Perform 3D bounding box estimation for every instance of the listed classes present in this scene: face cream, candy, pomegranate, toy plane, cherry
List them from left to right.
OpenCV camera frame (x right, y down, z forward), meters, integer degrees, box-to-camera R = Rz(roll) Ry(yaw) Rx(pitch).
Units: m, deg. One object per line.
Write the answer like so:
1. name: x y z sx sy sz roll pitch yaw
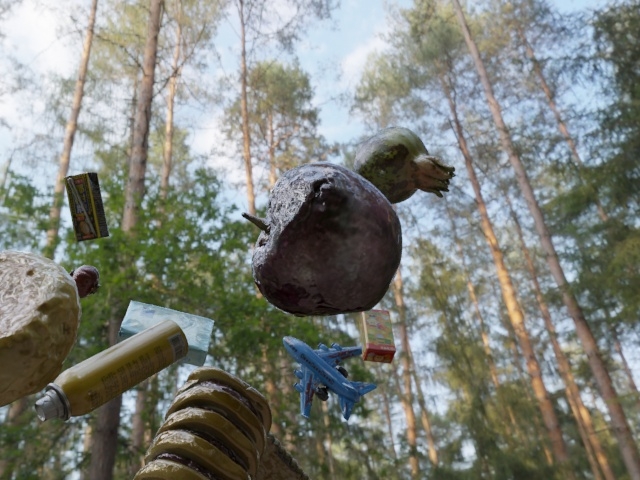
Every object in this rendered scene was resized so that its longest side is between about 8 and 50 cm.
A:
1. face cream: -0.456 0.290 1.394 0.349 0.105 0.105 -28 -18 -45
2. toy plane: 0.006 0.344 1.669 0.254 0.271 0.105 -43 -30 -26
3. cherry: 0.010 0.001 0.777 0.195 0.195 0.195 -7 -36 -5
4. candy: 0.116 0.196 1.317 0.062 0.122 0.038 8 -53 -9
5. pomegranate: 0.217 -0.204 1.680 0.276 0.222 0.204 -8 -60 53

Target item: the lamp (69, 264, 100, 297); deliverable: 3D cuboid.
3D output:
1. lamp: -0.676 0.118 1.811 0.090 0.101 0.101 32 -48 -6

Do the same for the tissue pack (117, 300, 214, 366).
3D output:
1. tissue pack: -0.464 0.283 1.911 0.263 0.177 0.089 16 -64 -10

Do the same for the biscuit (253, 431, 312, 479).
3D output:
1. biscuit: -0.141 0.471 1.214 0.217 0.044 0.325 -36 -71 -1

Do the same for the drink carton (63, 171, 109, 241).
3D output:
1. drink carton: -0.582 -0.083 1.576 0.071 0.165 0.056 -10 4 12

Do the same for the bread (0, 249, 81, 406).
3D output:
1. bread: -0.424 0.123 0.822 0.244 0.244 0.134 -8 -48 -4

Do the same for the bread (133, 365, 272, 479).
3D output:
1. bread: -0.127 0.246 0.719 0.134 0.225 0.081 39 -62 -15
